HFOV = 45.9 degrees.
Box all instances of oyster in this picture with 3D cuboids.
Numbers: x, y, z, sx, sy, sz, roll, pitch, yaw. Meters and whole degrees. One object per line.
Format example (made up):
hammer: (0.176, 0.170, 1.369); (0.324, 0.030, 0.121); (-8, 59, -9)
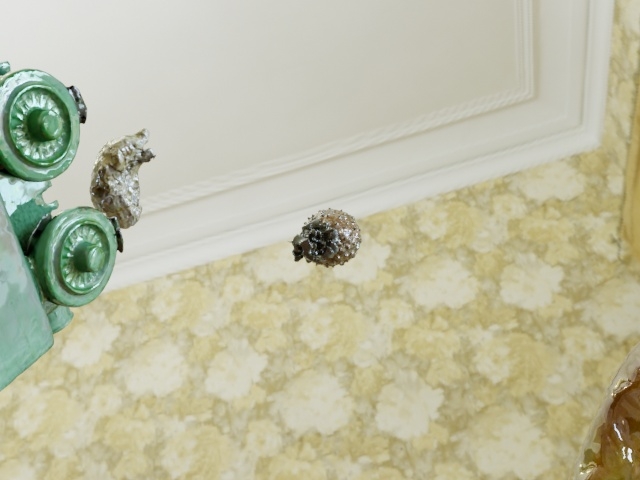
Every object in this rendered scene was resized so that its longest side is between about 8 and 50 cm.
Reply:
oyster: (-0.184, -0.057, 0.721); (0.081, 0.038, 0.083); (-28, -78, -9)

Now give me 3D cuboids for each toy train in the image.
toy train: (-0.270, -0.019, 0.565); (0.145, 0.202, 0.265); (7, -58, 26)

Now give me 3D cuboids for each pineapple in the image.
pineapple: (0.000, 0.000, 1.257); (0.108, 0.108, 0.198); (-36, -6, 20)

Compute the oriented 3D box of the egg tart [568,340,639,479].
egg tart: (0.205, 0.157, 0.294); (0.169, 0.387, 0.387); (26, -50, 3)
